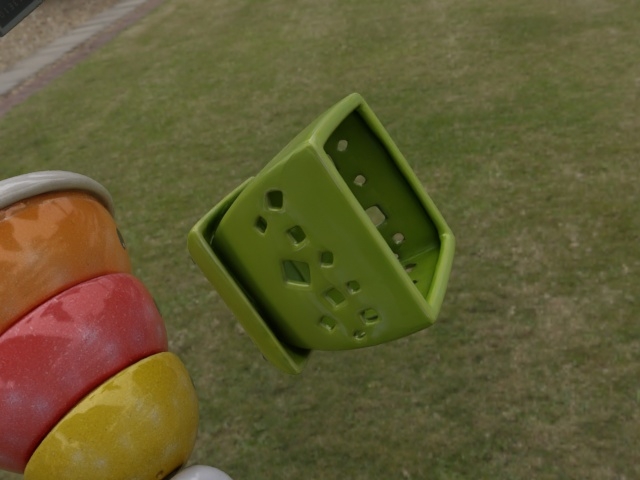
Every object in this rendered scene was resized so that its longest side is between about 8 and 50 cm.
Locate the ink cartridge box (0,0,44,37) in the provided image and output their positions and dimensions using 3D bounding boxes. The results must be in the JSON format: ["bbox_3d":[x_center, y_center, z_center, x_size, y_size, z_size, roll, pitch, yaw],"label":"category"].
[{"bbox_3d":[-0.402,-0.404,1.084,0.239,0.060,0.275,27,68,40],"label":"ink cartridge box"}]

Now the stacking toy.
[{"bbox_3d":[-0.257,0.190,0.910,0.480,0.350,0.350,46,48,12],"label":"stacking toy"}]

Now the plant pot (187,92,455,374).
[{"bbox_3d":[0.000,0.000,0.892,0.207,0.228,0.227,-31,11,24],"label":"plant pot"}]
